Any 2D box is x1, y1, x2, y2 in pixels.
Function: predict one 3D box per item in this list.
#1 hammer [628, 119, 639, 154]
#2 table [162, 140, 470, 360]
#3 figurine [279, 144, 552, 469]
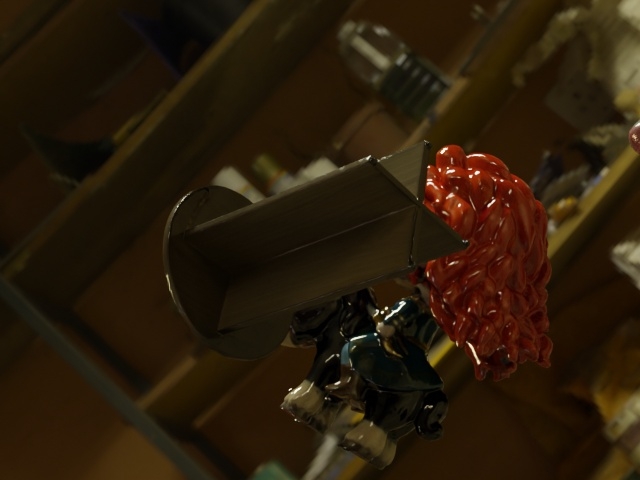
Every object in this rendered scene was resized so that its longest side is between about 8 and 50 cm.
[{"bbox_3d":[0.273,-0.077,0.930,0.052,0.083,0.031,-35,-56,-36],"label":"hammer"},{"bbox_3d":[0.000,0.000,1.096,0.227,0.167,0.167,-20,4,37],"label":"table"},{"bbox_3d":[0.114,0.087,1.569,0.412,0.306,0.241,-35,-41,9],"label":"figurine"}]
